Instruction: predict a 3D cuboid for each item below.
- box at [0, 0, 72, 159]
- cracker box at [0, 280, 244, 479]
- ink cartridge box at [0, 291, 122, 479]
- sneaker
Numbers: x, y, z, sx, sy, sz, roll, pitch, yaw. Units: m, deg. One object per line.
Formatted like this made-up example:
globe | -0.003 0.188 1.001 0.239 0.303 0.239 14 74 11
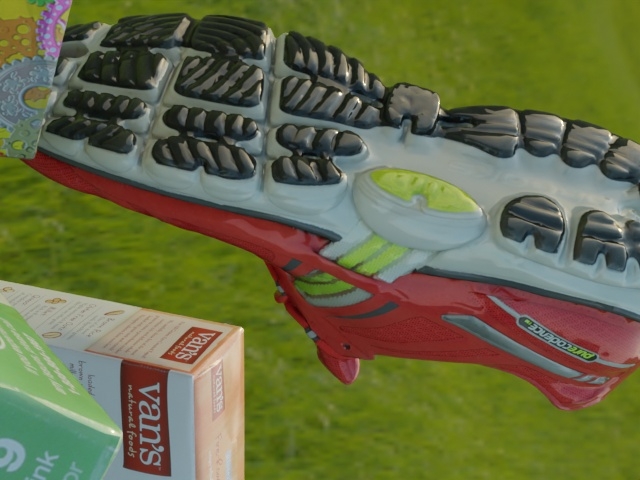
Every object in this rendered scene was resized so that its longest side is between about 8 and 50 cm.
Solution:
box | -0.217 -0.196 0.479 0.289 0.177 0.279 6 48 -17
cracker box | -0.157 0.108 0.878 0.067 0.232 0.156 -44 138 -59
ink cartridge box | -0.170 0.010 0.337 0.212 0.154 0.093 28 94 -33
sneaker | 0.000 0.000 0.621 0.107 0.279 0.118 -65 172 -50
